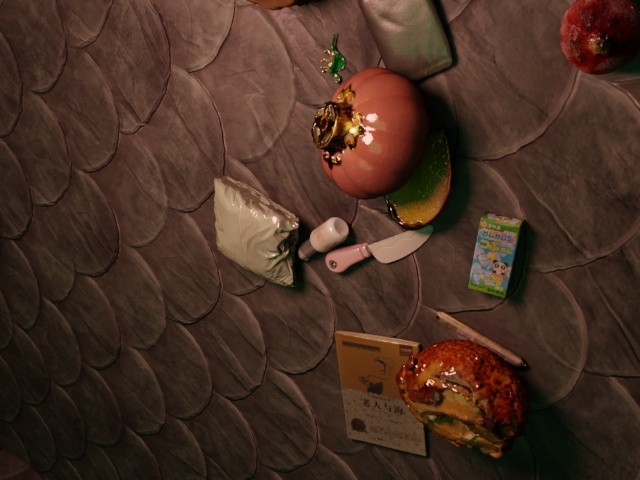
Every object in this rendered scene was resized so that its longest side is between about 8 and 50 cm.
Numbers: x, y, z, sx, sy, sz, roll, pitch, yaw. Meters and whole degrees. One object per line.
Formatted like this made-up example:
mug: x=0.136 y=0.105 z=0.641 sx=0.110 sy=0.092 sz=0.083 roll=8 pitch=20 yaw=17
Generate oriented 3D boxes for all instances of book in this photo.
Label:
book: x=0.182 y=0.457 z=1.813 sx=0.268 sy=0.032 sz=0.389 roll=3 pitch=112 yaw=29

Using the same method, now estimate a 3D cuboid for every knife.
knife: x=0.159 y=0.029 z=1.642 sx=0.335 sy=0.043 sz=0.081 roll=-16 pitch=107 yaw=33

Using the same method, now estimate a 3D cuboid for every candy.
candy: x=0.424 y=0.035 z=1.471 sx=0.097 sy=0.062 sz=0.195 roll=16 pitch=116 yaw=25

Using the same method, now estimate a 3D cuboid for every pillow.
pillow: x=-0.187 y=-0.013 z=1.773 sx=0.310 sy=0.138 sz=0.283 roll=29 pitch=133 yaw=23

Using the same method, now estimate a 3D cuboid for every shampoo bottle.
shampoo bottle: x=0.000 y=0.000 z=1.704 sx=0.192 sy=0.074 sz=0.074 roll=-32 pitch=92 yaw=47

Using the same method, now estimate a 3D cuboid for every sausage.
sausage: x=0.413 y=0.256 z=1.588 sx=0.269 sy=0.033 sz=0.033 roll=30 pitch=123 yaw=17

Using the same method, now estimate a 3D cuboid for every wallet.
wallet: x=0.195 y=-0.491 z=1.395 sx=0.168 sy=0.052 sz=0.245 roll=-14 pitch=107 yaw=34

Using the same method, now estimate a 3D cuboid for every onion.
onion: x=0.529 y=-0.387 z=1.147 sx=0.159 sy=0.195 sz=0.160 roll=16 pitch=127 yaw=23

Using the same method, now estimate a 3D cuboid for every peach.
peach: x=0.252 y=-0.155 z=1.490 sx=0.189 sy=0.068 sz=0.279 roll=43 pitch=129 yaw=21

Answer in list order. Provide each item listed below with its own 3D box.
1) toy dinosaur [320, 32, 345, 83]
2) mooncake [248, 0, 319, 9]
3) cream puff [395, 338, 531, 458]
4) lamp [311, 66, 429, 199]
toy dinosaur: x=0.035 y=-0.457 z=1.522 sx=0.060 sy=0.029 sz=0.120 roll=14 pitch=112 yaw=8
mooncake: x=-0.083 y=-0.704 z=1.385 sx=0.324 sy=0.187 sz=0.324 roll=14 pitch=118 yaw=27
cream puff: x=0.368 y=0.378 z=1.540 sx=0.350 sy=0.229 sz=0.350 roll=25 pitch=153 yaw=13
lamp: x=0.103 y=-0.249 z=1.403 sx=0.305 sy=0.239 sz=0.306 roll=-16 pitch=71 yaw=56
